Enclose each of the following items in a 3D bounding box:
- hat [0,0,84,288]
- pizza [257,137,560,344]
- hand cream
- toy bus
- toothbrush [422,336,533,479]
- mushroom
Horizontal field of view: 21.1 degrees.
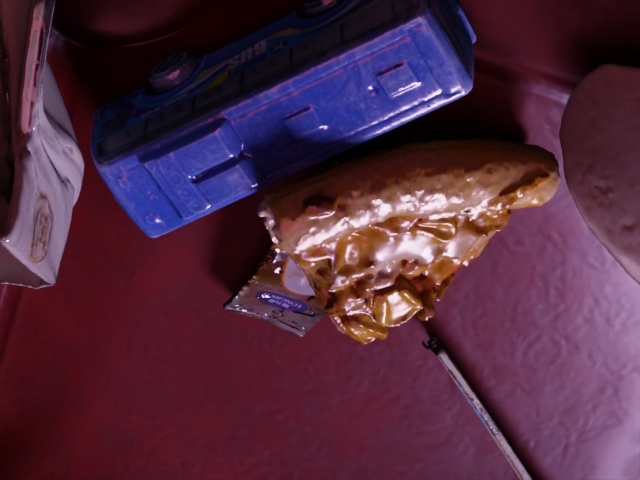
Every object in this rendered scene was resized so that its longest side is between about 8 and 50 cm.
[{"bbox_3d":[-0.224,-0.130,0.998,0.258,0.168,0.301,21,97,16],"label":"hat"},{"bbox_3d":[0.041,0.005,1.043,0.182,0.062,0.161,-3,139,-29],"label":"pizza"},{"bbox_3d":[0.000,0.000,1.090,0.062,0.039,0.163,18,122,-23],"label":"hand cream"},{"bbox_3d":[-0.027,-0.084,1.012,0.236,0.094,0.079,-25,114,17],"label":"toy bus"},{"bbox_3d":[0.152,0.175,1.178,0.028,0.026,0.294,-38,111,3],"label":"toothbrush"},{"bbox_3d":[0.274,0.026,1.033,0.128,0.128,0.350,-35,115,21],"label":"mushroom"}]
